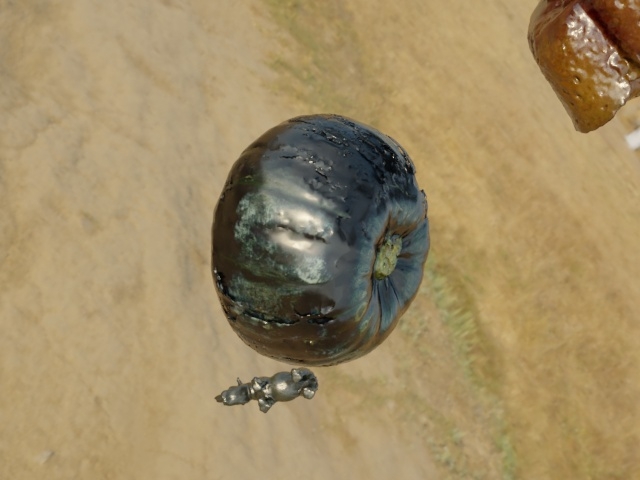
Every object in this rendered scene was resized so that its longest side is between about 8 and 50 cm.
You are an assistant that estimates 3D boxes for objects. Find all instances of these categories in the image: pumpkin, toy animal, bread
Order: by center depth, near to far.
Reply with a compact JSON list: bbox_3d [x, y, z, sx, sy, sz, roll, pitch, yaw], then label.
[{"bbox_3d":[0.000,0.000,0.790,0.233,0.163,0.233,-33,129,-53],"label":"pumpkin"},{"bbox_3d":[0.324,-0.238,0.913,0.135,0.232,0.246,44,29,-13],"label":"bread"},{"bbox_3d":[-0.069,0.191,1.115,0.065,0.136,0.047,-10,84,-84],"label":"toy animal"}]
